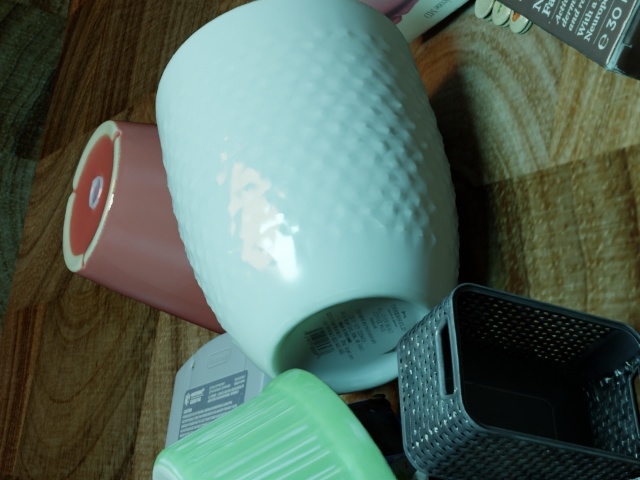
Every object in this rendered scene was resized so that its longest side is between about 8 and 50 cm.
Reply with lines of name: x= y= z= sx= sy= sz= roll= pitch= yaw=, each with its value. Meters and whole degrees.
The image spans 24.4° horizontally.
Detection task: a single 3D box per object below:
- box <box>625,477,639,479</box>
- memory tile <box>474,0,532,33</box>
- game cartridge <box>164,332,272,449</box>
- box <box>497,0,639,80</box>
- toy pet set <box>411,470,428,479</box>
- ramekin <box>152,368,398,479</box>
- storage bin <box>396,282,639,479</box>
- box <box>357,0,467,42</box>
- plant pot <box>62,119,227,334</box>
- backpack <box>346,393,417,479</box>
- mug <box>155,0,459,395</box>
box: x=0.176 y=0.302 z=1.028 sx=0.307 sy=0.076 sz=0.242 roll=138 pitch=141 yaw=-68
memory tile: x=0.200 y=-0.280 z=1.451 sx=0.148 sy=0.012 sz=0.113 roll=-70 pitch=24 yaw=13
game cartridge: x=-0.113 y=0.212 z=1.811 sx=0.294 sy=0.060 sz=0.196 roll=-25 pitch=58 yaw=60
box: x=0.233 y=-0.264 z=1.205 sx=0.191 sy=0.143 sz=0.381 roll=-68 pitch=25 yaw=16
toy pet set: x=0.117 y=0.196 z=1.251 sx=0.065 sy=0.122 sz=0.114 roll=-4 pitch=114 yaw=40
ramekin: x=-0.024 y=0.278 z=1.276 sx=0.303 sy=0.148 sz=0.303 roll=53 pitch=157 yaw=34
storage bin: x=0.156 y=0.118 z=1.111 sx=0.084 sy=0.180 sz=0.122 roll=-48 pitch=35 yaw=47
box: x=0.042 y=-0.325 z=1.542 sx=0.148 sy=0.232 sz=0.127 roll=-30 pitch=44 yaw=59
plant pot: x=-0.176 y=-0.028 z=1.852 sx=0.275 sy=0.243 sz=0.275 roll=-44 pitch=39 yaw=49
backpack: x=0.039 y=0.211 z=1.419 sx=0.114 sy=0.105 sz=0.084 roll=-140 pitch=45 yaw=-63
mug: x=0.000 y=0.000 z=1.473 sx=0.374 sy=0.276 sz=0.328 roll=86 pitch=171 yaw=-52
